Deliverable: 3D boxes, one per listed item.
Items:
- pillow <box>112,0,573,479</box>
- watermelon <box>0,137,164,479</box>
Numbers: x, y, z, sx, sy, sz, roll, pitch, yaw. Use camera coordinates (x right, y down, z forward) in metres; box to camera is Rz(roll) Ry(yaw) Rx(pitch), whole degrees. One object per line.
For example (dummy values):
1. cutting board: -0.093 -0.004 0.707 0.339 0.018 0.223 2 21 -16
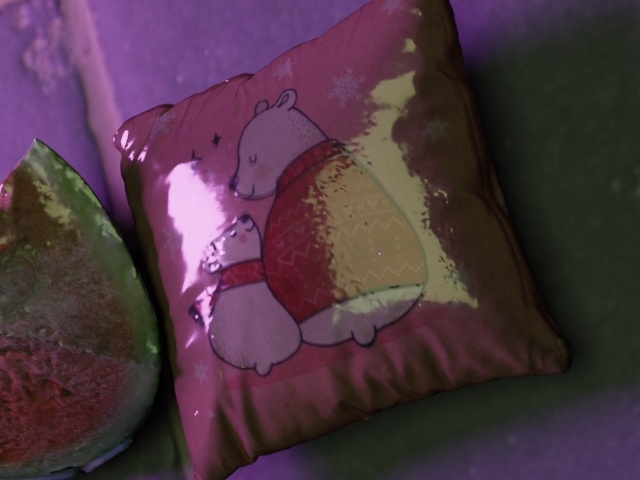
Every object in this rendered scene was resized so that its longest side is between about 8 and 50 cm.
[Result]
1. pillow: 0.000 0.000 0.967 0.236 0.084 0.223 -24 79 26
2. watermelon: -0.164 0.069 1.041 0.146 0.128 0.231 35 132 -2
